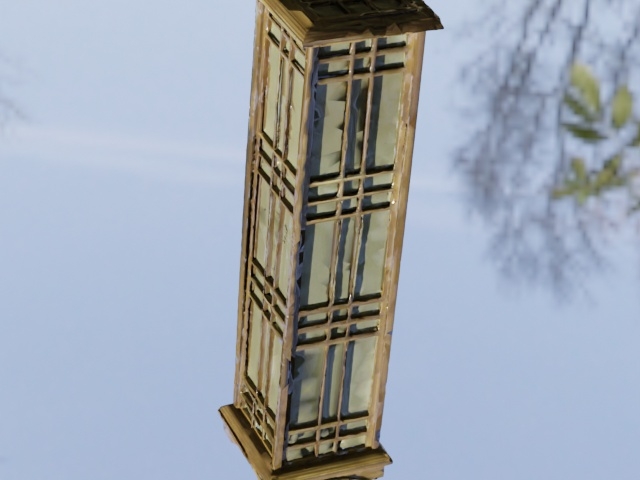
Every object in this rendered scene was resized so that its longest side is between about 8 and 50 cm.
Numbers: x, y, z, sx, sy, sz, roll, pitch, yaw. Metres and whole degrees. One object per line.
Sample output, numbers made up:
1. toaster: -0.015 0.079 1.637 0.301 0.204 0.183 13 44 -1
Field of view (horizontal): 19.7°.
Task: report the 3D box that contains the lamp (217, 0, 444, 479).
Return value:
1. lamp: 0.000 0.000 1.095 0.090 0.325 0.089 -11 -145 -22
